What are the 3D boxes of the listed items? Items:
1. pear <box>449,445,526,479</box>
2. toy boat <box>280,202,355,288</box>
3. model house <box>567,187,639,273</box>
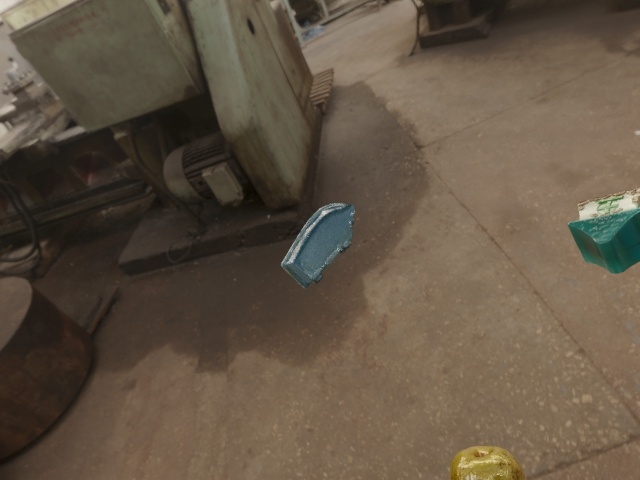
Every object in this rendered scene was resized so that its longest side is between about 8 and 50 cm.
[{"bbox_3d":[0.380,0.559,0.971,0.178,0.178,0.178,-17,39,14],"label":"pear"},{"bbox_3d":[0.000,0.000,0.963,0.238,0.109,0.098,-52,14,-29],"label":"toy boat"},{"bbox_3d":[0.562,-0.016,0.828,0.127,0.100,0.149,-18,22,48],"label":"model house"}]
